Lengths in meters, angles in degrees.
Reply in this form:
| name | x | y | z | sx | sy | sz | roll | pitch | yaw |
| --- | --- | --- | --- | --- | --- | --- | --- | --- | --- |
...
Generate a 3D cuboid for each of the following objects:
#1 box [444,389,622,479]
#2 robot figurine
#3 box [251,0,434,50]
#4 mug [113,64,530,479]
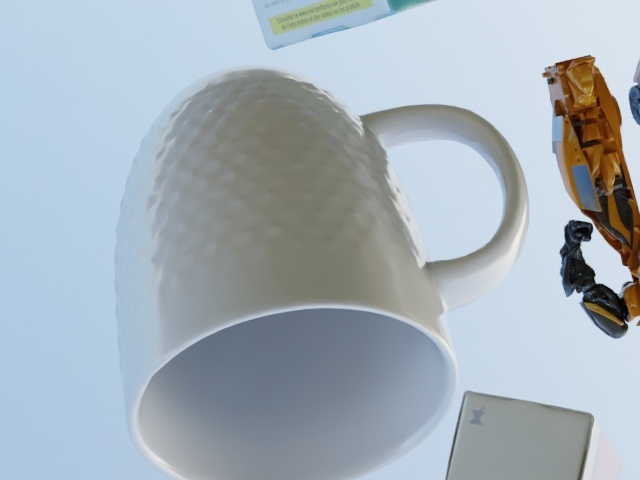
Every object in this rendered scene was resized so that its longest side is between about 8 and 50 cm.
| name | x | y | z | sx | sy | sz | roll | pitch | yaw |
| --- | --- | --- | --- | --- | --- | --- | --- | --- | --- |
| box | 0.243 | 0.268 | 1.617 | 0.148 | 0.232 | 0.127 | 8 | -107 | 23 |
| robot figurine | 0.321 | -0.046 | 1.394 | 0.211 | 0.291 | 0.085 | -15 | -179 | -8 |
| box | -0.013 | -0.221 | 0.678 | 0.060 | 0.244 | 0.100 | -25 | -168 | -37 |
| mug | 0.000 | 0.000 | 1.266 | 0.374 | 0.276 | 0.328 | -18 | -130 | 8 |
